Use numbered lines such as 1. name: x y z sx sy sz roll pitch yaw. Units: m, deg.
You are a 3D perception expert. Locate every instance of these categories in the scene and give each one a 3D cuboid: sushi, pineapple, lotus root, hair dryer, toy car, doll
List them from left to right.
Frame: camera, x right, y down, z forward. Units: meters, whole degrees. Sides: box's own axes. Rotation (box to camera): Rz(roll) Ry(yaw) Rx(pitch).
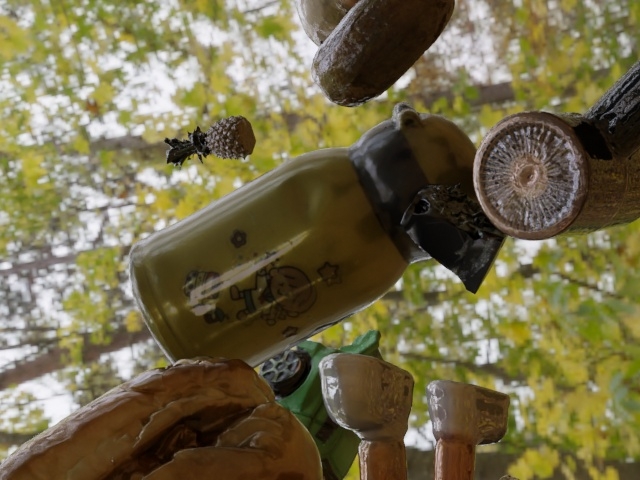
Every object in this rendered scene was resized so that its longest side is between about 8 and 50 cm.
1. pineapple: -0.143 -0.120 1.252 0.058 0.124 0.058 -7 -90 -68
2. toy car: -0.017 0.317 1.672 0.358 0.176 0.213 -60 -39 -38
3. lotus root: 0.031 -0.099 0.493 0.037 0.083 0.030 36 -162 -29
4. doll: 0.030 0.162 0.419 0.183 0.085 0.217 23 -102 -58
5. sushi: 0.117 -0.011 0.877 0.084 0.083 0.056 -46 -20 -58
6. hair dryer: 0.294 -0.135 0.818 0.189 0.352 0.107 -6 -125 -53

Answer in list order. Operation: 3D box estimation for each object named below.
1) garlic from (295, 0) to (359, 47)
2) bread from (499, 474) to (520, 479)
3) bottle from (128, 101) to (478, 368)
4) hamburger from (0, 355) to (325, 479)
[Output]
1. garlic: 0.021 -0.224 0.804 0.099 0.124 0.174 -65 -32 -57
2. bread: 0.084 0.311 0.691 0.275 0.114 0.185 -28 -107 -30
3. bottle: 0.000 0.000 1.003 0.171 0.351 0.171 59 -170 -18
4. hamburger: -0.141 0.235 0.768 0.304 0.174 0.284 -33 -20 -30
